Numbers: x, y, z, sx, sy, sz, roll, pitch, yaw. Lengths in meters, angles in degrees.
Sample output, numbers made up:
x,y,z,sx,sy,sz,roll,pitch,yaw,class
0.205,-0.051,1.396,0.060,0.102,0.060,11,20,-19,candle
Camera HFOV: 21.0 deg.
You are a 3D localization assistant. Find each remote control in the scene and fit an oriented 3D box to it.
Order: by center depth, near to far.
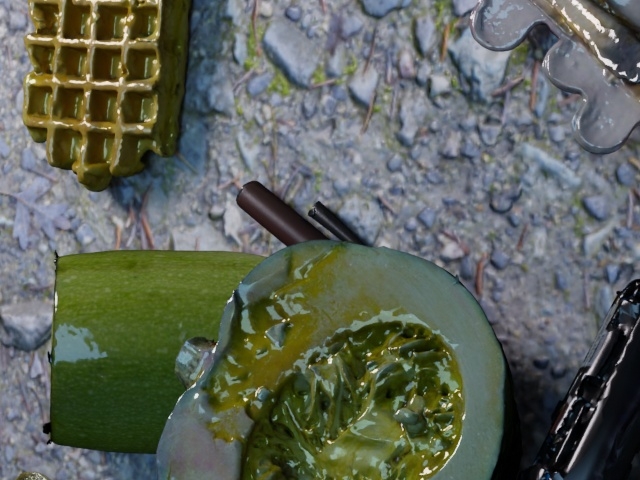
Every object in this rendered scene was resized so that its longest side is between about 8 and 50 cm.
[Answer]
x,y,z,sx,sy,sz,roll,pitch,yaw,class
0.166,0.197,1.239,0.062,0.144,0.399,28,78,2,remote control

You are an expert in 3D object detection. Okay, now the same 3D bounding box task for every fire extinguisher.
x,y,z,sx,sy,sz,roll,pitch,yaw,class
0.000,0.000,1.481,0.049,0.035,0.173,-41,63,-19,fire extinguisher

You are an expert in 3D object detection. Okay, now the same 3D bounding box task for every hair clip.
x,y,z,sx,sy,sz,roll,pitch,yaw,class
0.205,-0.172,1.351,0.146,0.075,0.257,-50,59,16,hair clip

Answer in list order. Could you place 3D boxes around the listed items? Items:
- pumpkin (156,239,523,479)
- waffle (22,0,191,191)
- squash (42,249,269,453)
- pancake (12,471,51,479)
x,y,z,sx,sy,sz,roll,pitch,yaw,class
0.023,0.163,1.346,0.263,0.197,0.293,29,79,19,pumpkin
-0.203,-0.150,1.589,0.160,0.055,0.211,7,92,29,waffle
-0.114,0.100,1.545,0.260,0.189,0.189,0,87,-6,squash
-0.274,0.272,1.630,0.108,0.017,0.108,-3,85,33,pancake
